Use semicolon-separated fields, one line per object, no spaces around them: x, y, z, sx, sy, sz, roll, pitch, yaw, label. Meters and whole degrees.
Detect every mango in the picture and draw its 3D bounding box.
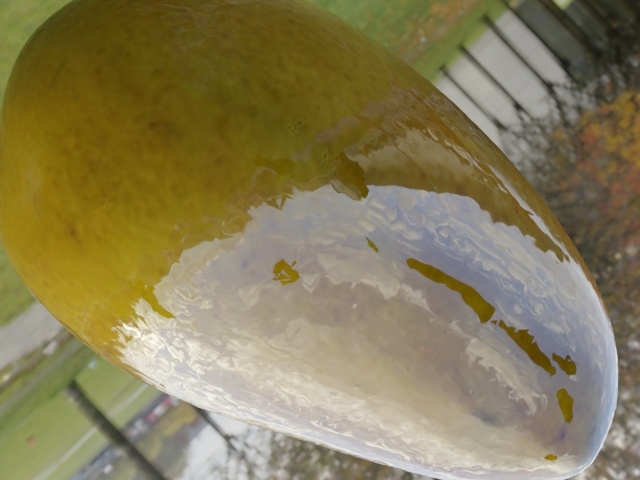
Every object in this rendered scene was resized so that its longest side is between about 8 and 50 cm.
0.000;0.000;0.666;0.221;0.378;0.264;-57;-178;17;mango
